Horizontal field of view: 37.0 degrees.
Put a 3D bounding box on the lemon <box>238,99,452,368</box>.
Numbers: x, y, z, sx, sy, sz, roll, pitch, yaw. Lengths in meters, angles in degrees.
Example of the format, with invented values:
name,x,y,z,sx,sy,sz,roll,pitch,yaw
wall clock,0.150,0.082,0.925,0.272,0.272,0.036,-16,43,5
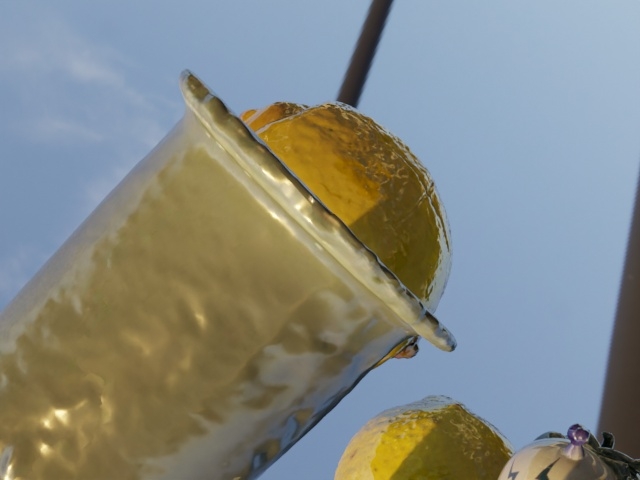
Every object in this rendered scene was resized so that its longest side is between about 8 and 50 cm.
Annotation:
name,x,y,z,sx,sy,sz,roll,pitch,yaw
lemon,-0.001,0.000,1.027,0.297,0.297,0.297,17,-137,-17

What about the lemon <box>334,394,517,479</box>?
name,x,y,z,sx,sy,sz,roll,pitch,yaw
lemon,0.189,0.445,1.661,0.350,0.350,0.387,18,-130,-15

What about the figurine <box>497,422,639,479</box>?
name,x,y,z,sx,sy,sz,roll,pitch,yaw
figurine,0.282,0.412,1.212,0.261,0.382,0.186,28,-173,31

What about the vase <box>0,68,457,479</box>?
name,x,y,z,sx,sy,sz,roll,pitch,yaw
vase,-0.097,0.077,0.589,0.245,0.291,0.245,45,180,0
